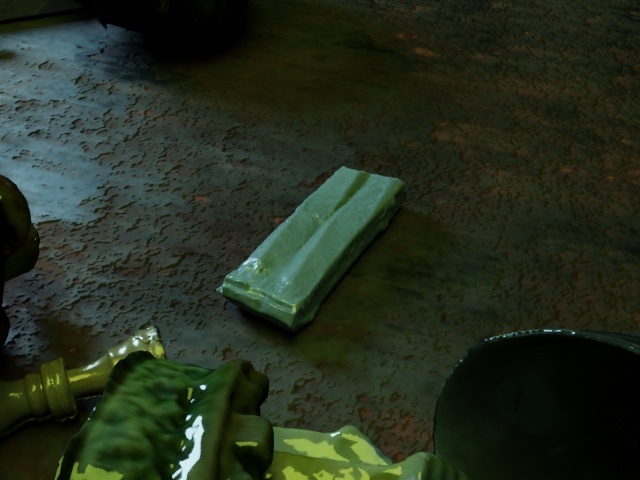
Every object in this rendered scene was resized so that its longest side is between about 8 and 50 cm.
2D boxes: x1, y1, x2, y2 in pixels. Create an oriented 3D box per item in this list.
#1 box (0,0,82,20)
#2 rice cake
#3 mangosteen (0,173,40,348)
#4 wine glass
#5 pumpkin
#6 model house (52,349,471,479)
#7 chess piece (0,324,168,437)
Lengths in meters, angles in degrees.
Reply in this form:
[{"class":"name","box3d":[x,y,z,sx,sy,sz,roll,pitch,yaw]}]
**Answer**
[{"class":"box","box3d":[-0.524,-0.367,1.153,0.365,0.051,0.204,-15,47,-15]},{"class":"rice cake","box3d":[0.000,0.000,0.802,0.085,0.040,0.226,24,49,22]},{"class":"mangosteen","box3d":[-0.361,0.037,0.597,0.297,0.293,0.297,-19,48,23]},{"class":"wine glass","box3d":[0.294,0.076,0.593,0.267,0.267,0.406,31,46,27]},{"class":"pumpkin","box3d":[-0.211,-0.415,1.048,0.296,0.295,0.295,1,44,-1]},{"class":"model house","box3d":[0.004,0.224,0.421,0.266,0.261,0.321,8,51,3]},{"class":"chess piece","box3d":[-0.208,0.120,0.664,0.172,0.060,0.060,-16,47,-15]}]
